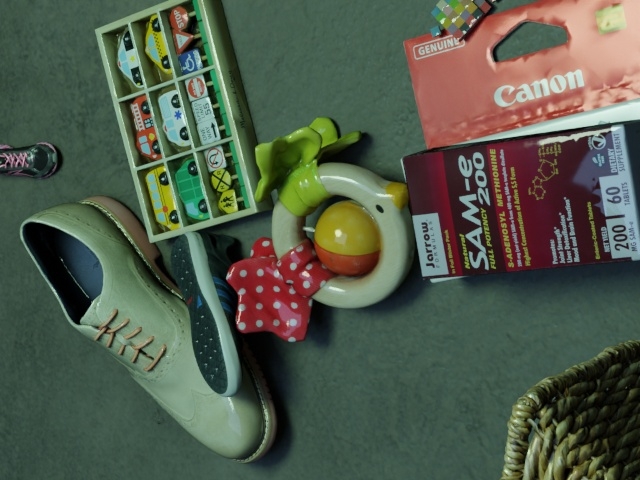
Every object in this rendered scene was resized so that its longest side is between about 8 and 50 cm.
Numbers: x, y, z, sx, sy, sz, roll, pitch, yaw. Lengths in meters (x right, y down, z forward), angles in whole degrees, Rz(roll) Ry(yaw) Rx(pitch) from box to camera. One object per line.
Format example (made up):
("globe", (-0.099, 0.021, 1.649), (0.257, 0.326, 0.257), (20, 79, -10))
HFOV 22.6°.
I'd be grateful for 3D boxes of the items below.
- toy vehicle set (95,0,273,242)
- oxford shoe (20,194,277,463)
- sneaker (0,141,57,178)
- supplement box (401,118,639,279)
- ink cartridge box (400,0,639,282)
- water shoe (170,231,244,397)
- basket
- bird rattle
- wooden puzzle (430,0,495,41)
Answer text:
("toy vehicle set", (-0.161, -0.144, 1.874), (0.166, 0.035, 0.266), (-16, 88, 34))
("oxford shoe", (-0.212, 0.114, 1.876), (0.397, 0.146, 0.140), (46, 115, 19))
("sneaker", (-0.385, -0.099, 2.015), (0.119, 0.057, 0.047), (-2, 93, 32))
("supplement box", (0.206, -0.038, 1.551), (0.239, 0.073, 0.130), (-7, 95, 35))
("ink cartridge box", (0.219, -0.110, 1.614), (0.296, 0.066, 0.261), (-13, 90, 34))
("water shoe", (-0.106, 0.078, 1.821), (0.073, 0.080, 0.203), (-43, 58, 51))
("basket", (0.264, 0.255, 1.495), (0.223, 0.299, 0.213), (45, 119, 17))
("bird rattle", (0.000, 0.000, 1.734), (0.207, 0.143, 0.253), (14, 106, 24))
("wooden puzzle", (0.146, -0.241, 1.667), (0.083, 0.006, 0.049), (-48, 62, 15))
